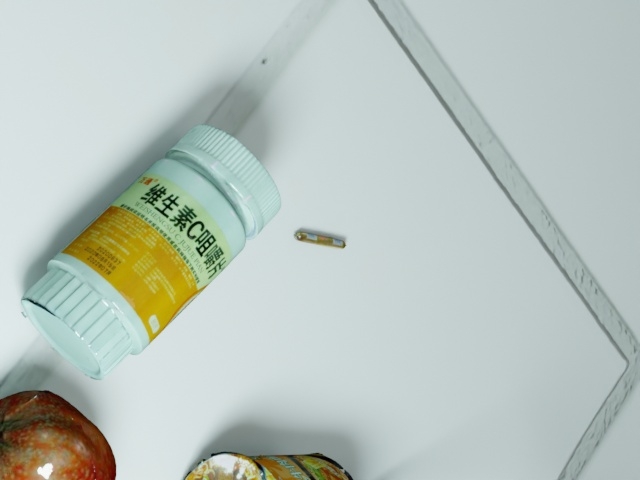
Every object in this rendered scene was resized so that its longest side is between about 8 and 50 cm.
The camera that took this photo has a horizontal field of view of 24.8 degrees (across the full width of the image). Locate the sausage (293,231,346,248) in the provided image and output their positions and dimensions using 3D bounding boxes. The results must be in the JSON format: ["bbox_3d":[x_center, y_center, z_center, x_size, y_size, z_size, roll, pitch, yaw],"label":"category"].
[{"bbox_3d":[0.000,0.000,2.053,0.100,0.015,0.015,11,93,-41],"label":"sausage"}]

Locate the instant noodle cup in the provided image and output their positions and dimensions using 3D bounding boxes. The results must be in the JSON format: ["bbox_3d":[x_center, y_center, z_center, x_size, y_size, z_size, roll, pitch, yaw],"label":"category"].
[{"bbox_3d":[-0.057,0.387,1.969,0.182,0.230,0.230,-4,102,-49],"label":"instant noodle cup"}]

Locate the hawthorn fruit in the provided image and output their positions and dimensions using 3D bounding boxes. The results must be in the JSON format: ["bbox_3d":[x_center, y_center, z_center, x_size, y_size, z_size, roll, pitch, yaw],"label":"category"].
[{"bbox_3d":[-0.319,0.289,1.737,0.235,0.181,0.181,48,69,-32],"label":"hawthorn fruit"}]

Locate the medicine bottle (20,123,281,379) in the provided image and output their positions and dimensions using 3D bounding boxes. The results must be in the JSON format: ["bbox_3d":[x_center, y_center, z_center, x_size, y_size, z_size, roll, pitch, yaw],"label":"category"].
[{"bbox_3d":[-0.207,0.015,1.784,0.318,0.158,0.158,-46,125,-23],"label":"medicine bottle"}]
